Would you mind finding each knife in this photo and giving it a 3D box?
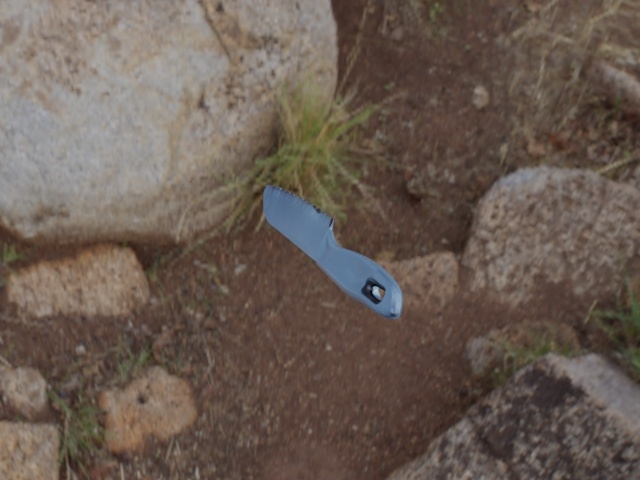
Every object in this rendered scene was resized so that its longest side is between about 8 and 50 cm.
[{"bbox_3d":[0.000,0.000,0.949,0.019,0.044,0.313,14,10,-25],"label":"knife"}]
